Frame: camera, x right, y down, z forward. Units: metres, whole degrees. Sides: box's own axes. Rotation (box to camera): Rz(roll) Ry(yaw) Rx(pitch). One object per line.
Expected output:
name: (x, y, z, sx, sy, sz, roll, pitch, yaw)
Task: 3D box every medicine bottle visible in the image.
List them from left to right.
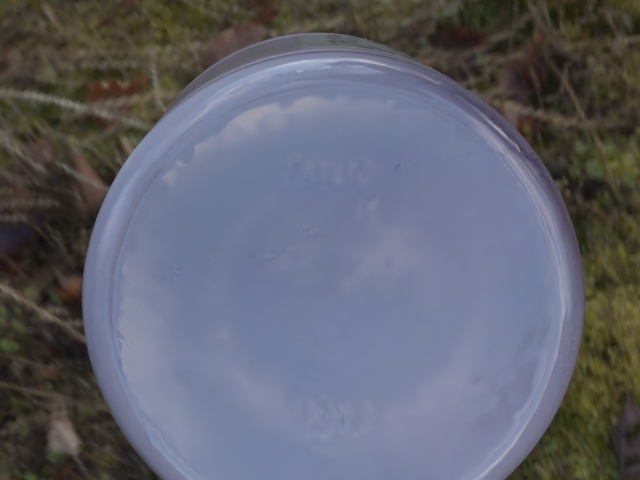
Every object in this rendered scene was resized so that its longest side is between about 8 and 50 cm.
medicine bottle: (0.000, 0.000, 0.579, 0.133, 0.249, 0.133, 0, 98, -3)
